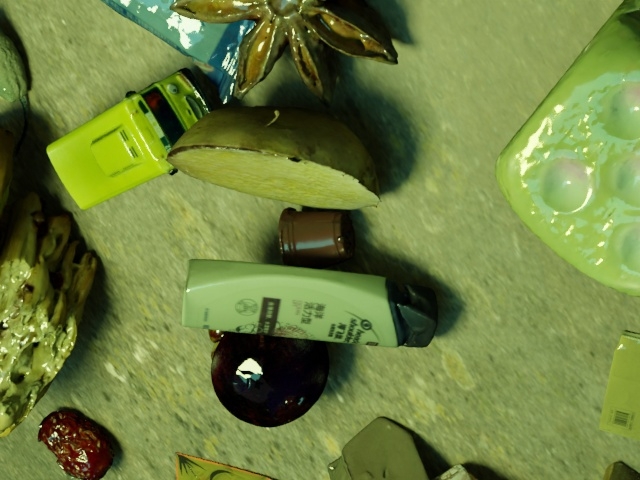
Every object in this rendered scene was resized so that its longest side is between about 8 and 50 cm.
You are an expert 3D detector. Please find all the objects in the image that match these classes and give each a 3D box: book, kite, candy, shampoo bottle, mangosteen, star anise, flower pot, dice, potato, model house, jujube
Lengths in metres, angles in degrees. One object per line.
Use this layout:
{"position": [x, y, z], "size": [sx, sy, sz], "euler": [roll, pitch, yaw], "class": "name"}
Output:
{"position": [0.489, 0.218, 1.318], "size": [0.192, 0.013, 0.168], "euler": [14, 120, 20], "class": "book"}
{"position": [-0.165, 0.518, 1.796], "size": [0.327, 0.013, 0.377], "euler": [50, 127, -3], "class": "kite"}
{"position": [-0.221, -0.354, 1.356], "size": [0.331, 0.077, 0.187], "euler": [33, 118, 3], "class": "candy"}
{"position": [-0.013, 0.088, 1.375], "size": [0.360, 0.078, 0.134], "euler": [6, 140, -5], "class": "shampoo bottle"}
{"position": [-0.092, 0.177, 1.502], "size": [0.230, 0.194, 0.194], "euler": [53, 130, 29], "class": "mangosteen"}
{"position": [-0.034, -0.326, 1.237], "size": [0.332, 0.117, 0.331], "euler": [4, 124, 5], "class": "star anise"}
{"position": [0.000, 0.000, 1.408], "size": [0.089, 0.111, 0.111], "euler": [-8, 111, 18], "class": "flower pot"}
{"position": [0.368, -0.108, 1.075], "size": [0.250, 0.252, 0.254], "euler": [38, 123, 4], "class": "dice"}
{"position": [-0.049, -0.126, 1.301], "size": [0.239, 0.299, 0.116], "euler": [-4, 76, 66], "class": "potato"}
{"position": [0.092, 0.421, 1.529], "size": [0.229, 0.122, 0.188], "euler": [64, 147, 36], "class": "model house"}
{"position": [-0.459, 0.383, 1.830], "size": [0.166, 0.104, 0.104], "euler": [40, 126, 17], "class": "jujube"}

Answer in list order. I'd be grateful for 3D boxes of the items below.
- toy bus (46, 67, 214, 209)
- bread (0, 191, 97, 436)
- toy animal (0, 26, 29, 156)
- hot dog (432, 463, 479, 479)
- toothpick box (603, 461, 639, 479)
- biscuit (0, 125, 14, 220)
{"position": [-0.276, -0.143, 1.422], "size": [0.262, 0.150, 0.128], "euler": [-17, 105, 47], "class": "toy bus"}
{"position": [-0.505, 0.146, 1.624], "size": [0.191, 0.370, 0.314], "euler": [22, 136, -30], "class": "bread"}
{"position": [-0.508, -0.246, 1.569], "size": [0.079, 0.070, 0.253], "euler": [38, 146, 42], "class": "toy animal"}
{"position": [0.240, 0.451, 1.440], "size": [0.075, 0.268, 0.144], "euler": [0, 127, -22], "class": "hot dog"}
{"position": [0.405, 0.509, 1.410], "size": [0.187, 0.190, 0.308], "euler": [34, 128, 6], "class": "toothpick box"}
{"position": [-0.576, 0.000, 1.566], "size": [0.070, 0.350, 0.394], "euler": [18, 105, -26], "class": "biscuit"}
